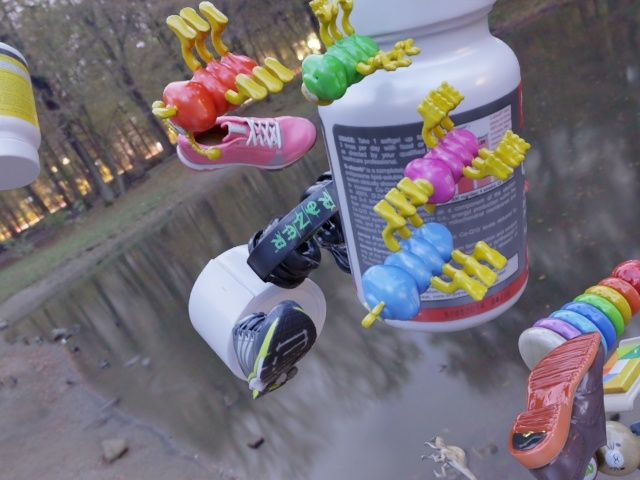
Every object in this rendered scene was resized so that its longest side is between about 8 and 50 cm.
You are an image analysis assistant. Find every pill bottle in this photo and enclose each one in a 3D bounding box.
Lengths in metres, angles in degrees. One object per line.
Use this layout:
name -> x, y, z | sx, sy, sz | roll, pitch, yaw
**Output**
pill bottle -> 0.112, -0.100, 0.621 | 0.210, 0.363, 0.210 | -10, 28, 5
pill bottle -> -0.503, -0.192, 0.881 | 0.119, 0.209, 0.119 | -18, -20, -7

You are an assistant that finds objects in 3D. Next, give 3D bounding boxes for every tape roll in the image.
tape roll -> -0.132, 0.152, 1.207 | 0.246, 0.246, 0.169 | -36, 44, -21

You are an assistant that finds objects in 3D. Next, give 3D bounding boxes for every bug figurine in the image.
bug figurine -> 0.024, -0.072, 0.422 | 0.216, 0.279, 0.072 | -40, -12, -34

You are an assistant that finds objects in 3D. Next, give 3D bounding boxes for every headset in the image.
headset -> 0.000, 0.000, 1.066 | 0.243, 0.185, 0.394 | -41, -3, 2

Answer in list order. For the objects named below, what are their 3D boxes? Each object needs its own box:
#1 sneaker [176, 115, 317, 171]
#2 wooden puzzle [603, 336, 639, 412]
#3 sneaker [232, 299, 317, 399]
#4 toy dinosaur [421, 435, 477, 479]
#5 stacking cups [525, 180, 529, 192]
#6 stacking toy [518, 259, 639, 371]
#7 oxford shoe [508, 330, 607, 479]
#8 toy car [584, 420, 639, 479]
sneaker -> -0.157, -0.214, 1.228 | 0.313, 0.116, 0.136 | -9, -8, -7
wooden puzzle -> 0.796, 0.344, 1.495 | 0.239, 0.044, 0.221 | -49, -6, -17
sneaker -> -0.095, 0.168, 0.940 | 0.111, 0.121, 0.300 | -29, -20, -29
toy dinosaur -> 0.295, 0.500, 1.296 | 0.092, 0.053, 0.183 | -10, 26, -24
stacking cups -> 0.367, -0.018, 1.340 | 0.316, 0.096, 0.096 | -57, 17, 0
stacking toy -> 0.546, 0.144, 1.117 | 0.330, 0.141, 0.141 | -35, 17, -20
oxford shoe -> 0.347, 0.231, 0.789 | 0.271, 0.098, 0.097 | -42, 3, -39
toy car -> 0.467, 0.345, 0.925 | 0.188, 0.155, 0.149 | -10, 0, 23
